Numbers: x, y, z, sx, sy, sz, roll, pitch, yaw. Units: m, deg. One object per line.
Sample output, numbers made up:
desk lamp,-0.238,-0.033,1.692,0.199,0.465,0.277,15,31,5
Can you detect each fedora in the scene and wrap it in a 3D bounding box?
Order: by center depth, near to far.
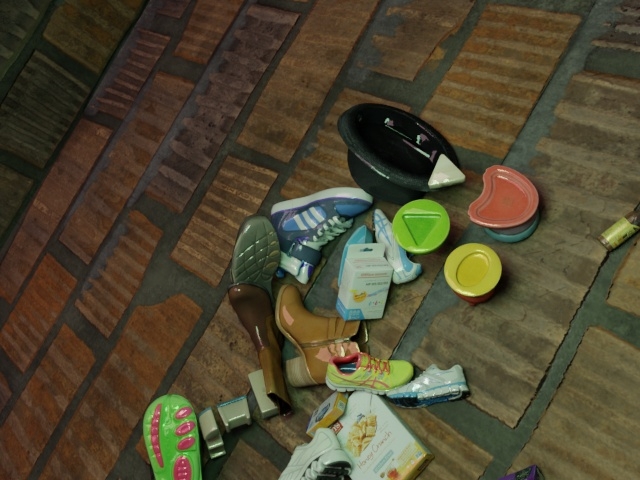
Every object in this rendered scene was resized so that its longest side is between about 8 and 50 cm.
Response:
fedora,0.180,-0.201,1.745,0.153,0.333,0.334,113,145,-43

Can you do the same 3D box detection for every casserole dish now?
casserole dish,0.094,0.045,1.750,0.114,0.037,0.188,-47,23,41

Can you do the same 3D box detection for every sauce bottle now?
sauce bottle,0.634,-0.031,1.410,0.128,0.042,0.042,-42,49,16

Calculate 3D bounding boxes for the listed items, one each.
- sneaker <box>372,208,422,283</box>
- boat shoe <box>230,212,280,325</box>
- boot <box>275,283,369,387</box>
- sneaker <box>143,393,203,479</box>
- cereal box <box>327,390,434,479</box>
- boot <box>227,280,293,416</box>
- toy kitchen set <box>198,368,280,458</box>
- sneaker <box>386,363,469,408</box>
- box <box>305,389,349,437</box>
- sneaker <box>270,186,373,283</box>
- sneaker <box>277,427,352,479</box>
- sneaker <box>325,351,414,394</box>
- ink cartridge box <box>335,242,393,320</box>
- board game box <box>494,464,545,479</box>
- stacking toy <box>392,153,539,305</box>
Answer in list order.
sneaker,0.186,0.010,1.720,0.086,0.085,0.237,-18,50,-2
boat shoe,-0.194,0.072,1.835,0.130,0.132,0.356,52,143,45
boot,0.004,0.217,1.726,0.220,0.109,0.284,-23,57,26
sneaker,-0.367,0.643,1.781,0.185,0.202,0.483,2,82,2
cereal box,0.121,0.463,1.557,0.173,0.047,0.240,-51,48,5
boot,-0.152,0.268,1.707,0.096,0.264,0.281,-14,47,3
toy kitchen set,-0.216,0.459,1.812,0.207,0.166,0.122,-17,51,-13
sneaker,0.238,0.322,1.532,0.190,0.071,0.083,-15,53,22
box,0.014,0.413,1.634,0.136,0.028,0.081,-50,7,31
sneaker,-0.001,0.000,1.841,0.322,0.130,0.236,-10,72,29
sneaker,-0.043,0.551,1.591,0.292,0.110,0.118,-48,41,22
sneaker,0.112,0.298,1.575,0.208,0.094,0.082,-5,41,4
ink cartridge box,0.108,0.100,1.648,0.061,0.104,0.181,-126,39,-54
board game box,0.260,0.550,1.310,0.346,0.208,0.056,-31,82,21
stacking toy,0.334,-0.025,1.569,0.279,0.130,0.309,30,78,27
